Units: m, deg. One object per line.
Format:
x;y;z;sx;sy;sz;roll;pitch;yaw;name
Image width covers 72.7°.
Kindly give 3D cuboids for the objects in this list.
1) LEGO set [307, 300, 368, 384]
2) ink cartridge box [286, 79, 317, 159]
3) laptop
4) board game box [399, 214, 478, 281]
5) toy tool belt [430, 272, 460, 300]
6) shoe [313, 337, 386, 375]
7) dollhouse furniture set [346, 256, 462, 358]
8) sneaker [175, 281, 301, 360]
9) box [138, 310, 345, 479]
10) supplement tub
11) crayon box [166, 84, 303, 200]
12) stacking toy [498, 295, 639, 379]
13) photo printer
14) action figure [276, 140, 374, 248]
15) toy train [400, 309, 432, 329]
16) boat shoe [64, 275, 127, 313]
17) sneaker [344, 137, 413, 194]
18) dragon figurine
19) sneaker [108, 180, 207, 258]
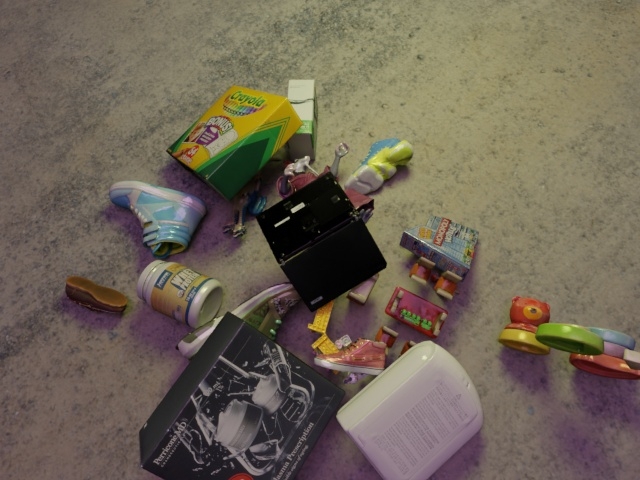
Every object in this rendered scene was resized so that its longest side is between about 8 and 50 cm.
0.023;0.245;1.155;0.132;0.107;0.287;-15;71;-15;LEGO set
-0.058;-0.385;1.393;0.087;0.153;0.208;0;69;5;ink cartridge box
0.000;0.000;1.122;0.234;0.136;0.264;-31;58;1;laptop
0.331;-0.002;1.213;0.194;0.060;0.194;22;47;12;board game box
0.349;0.122;1.211;0.051;0.052;0.083;-22;66;-33;toy tool belt
0.074;0.273;1.051;0.178;0.063;0.081;11;83;-11;shoe
0.206;0.166;1.161;0.259;0.135;0.262;28;87;9;dollhouse furniture set
-0.167;0.250;1.174;0.410;0.158;0.182;-30;83;-2;sneaker
-0.177;0.398;1.001;0.312;0.179;0.343;39;74;-17;box
-0.390;0.146;1.216;0.200;0.144;0.144;21;72;13;supplement tub
-0.271;-0.311;1.313;0.313;0.106;0.363;-49;42;-8;crayon box
0.615;0.213;1.024;0.309;0.279;0.130;17;72;7;stacking toy
0.225;0.406;1.021;0.307;0.107;0.256;-38;104;-9;photo printer
0.001;-0.123;1.298;0.248;0.275;0.370;-17;45;-25;action figure
0.235;0.197;1.076;0.083;0.017;0.023;24;97;9;toy train
-0.658;0.172;1.279;0.207;0.073;0.073;20;109;16;boat shoe
0.171;-0.236;1.362;0.240;0.091;0.126;-31;36;6;sneaker
-0.219;-0.137;1.345;0.085;0.144;0.289;18;52;14;dragon figurine
-0.528;-0.059;1.324;0.319;0.127;0.208;11;68;11;sneaker
